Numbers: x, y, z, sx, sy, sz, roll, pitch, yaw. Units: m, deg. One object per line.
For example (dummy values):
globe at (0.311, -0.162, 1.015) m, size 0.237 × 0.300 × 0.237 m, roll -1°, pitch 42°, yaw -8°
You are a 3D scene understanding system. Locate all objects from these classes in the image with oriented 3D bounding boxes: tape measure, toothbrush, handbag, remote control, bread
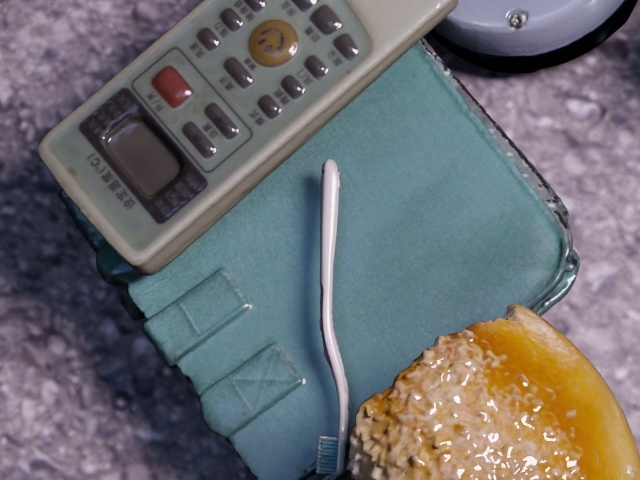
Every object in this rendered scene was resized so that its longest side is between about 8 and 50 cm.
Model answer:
tape measure at (0.136, -0.210, 1.284) m, size 0.181 × 0.107 × 0.182 m, roll 34°, pitch 82°, yaw 25°
toothbrush at (0.008, 0.048, 1.194) m, size 0.022 × 0.017 × 0.204 m, roll 2°, pitch 80°, yaw -8°
handbag at (0.003, 0.000, 1.265) m, size 0.274 × 0.100 × 0.268 m, roll -40°, pitch 75°, yaw 1°
remote control at (-0.047, -0.109, 1.226) m, size 0.285 × 0.038 × 0.123 m, roll -40°, pitch 71°, yaw 1°
bread at (0.070, 0.200, 1.111) m, size 0.314 × 0.171 × 0.192 m, roll -41°, pitch 66°, yaw -3°
